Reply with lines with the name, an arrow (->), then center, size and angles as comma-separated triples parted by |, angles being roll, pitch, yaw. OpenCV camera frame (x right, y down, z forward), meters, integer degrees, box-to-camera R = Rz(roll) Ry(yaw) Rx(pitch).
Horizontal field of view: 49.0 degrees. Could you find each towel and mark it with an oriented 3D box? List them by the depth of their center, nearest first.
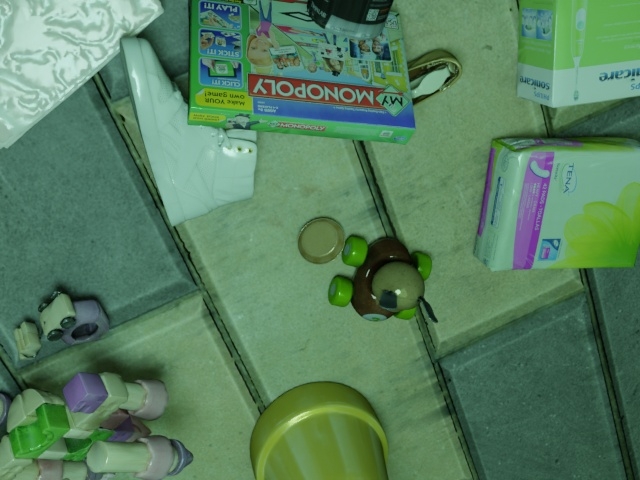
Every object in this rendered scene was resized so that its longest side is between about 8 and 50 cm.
towel -> -0.434, -0.340, 0.935 | 0.317, 0.053, 0.332 | -40, 115, 1

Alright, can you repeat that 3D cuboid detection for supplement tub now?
supplement tub -> 0.059, -0.380, 0.946 | 0.117, 0.117, 0.190 | 7, 133, -17

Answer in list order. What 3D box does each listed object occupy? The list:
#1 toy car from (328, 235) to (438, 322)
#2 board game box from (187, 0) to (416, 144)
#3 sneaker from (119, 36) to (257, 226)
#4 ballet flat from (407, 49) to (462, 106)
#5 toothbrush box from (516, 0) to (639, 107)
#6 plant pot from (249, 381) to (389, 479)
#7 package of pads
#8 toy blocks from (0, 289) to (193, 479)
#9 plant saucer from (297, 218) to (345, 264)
toy car -> 0.120, 0.090, 1.163 | 0.155, 0.188, 0.149 | 13, 106, -19
board game box -> -0.028, -0.251, 1.007 | 0.317, 0.046, 0.214 | 3, 65, -16
sneaker -> -0.182, -0.173, 1.036 | 0.169, 0.108, 0.293 | -18, 126, -10
ballet flat -> 0.118, -0.233, 1.107 | 0.232, 0.073, 0.080 | -30, 116, -2
toothbrush box -> 0.434, -0.370, 1.113 | 0.206, 0.122, 0.283 | -10, 111, -11
plant pot -> 0.017, 0.417, 1.231 | 0.254, 0.239, 0.254 | -5, 111, -14
package of pads -> 0.431, -0.069, 1.236 | 0.296, 0.101, 0.229 | -1, 111, -15
toy blocks -> -0.363, 0.300, 1.129 | 0.288, 0.309, 0.260 | -41, 148, 15
plant saucer -> 0.000, 0.000, 1.194 | 0.083, 0.015, 0.083 | -5, 111, -12
